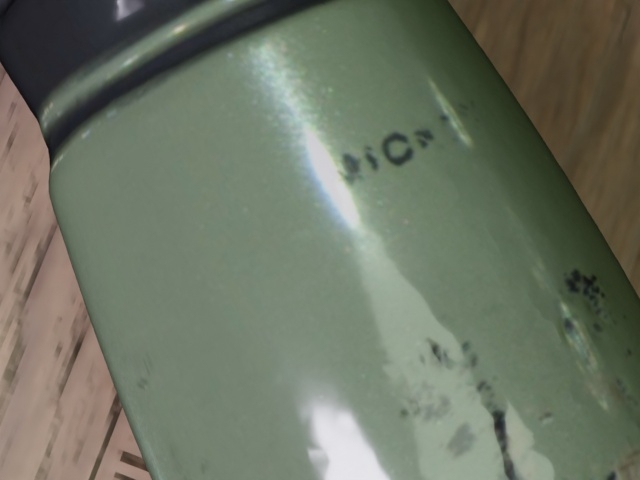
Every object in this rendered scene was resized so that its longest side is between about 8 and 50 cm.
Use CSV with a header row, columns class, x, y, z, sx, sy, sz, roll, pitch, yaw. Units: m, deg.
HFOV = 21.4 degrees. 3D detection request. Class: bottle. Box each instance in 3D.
class,x,y,z,sx,sy,sz,roll,pitch,yaw
bottle,0.001,-0.001,0.544,0.168,0.168,0.347,-24,85,-19
